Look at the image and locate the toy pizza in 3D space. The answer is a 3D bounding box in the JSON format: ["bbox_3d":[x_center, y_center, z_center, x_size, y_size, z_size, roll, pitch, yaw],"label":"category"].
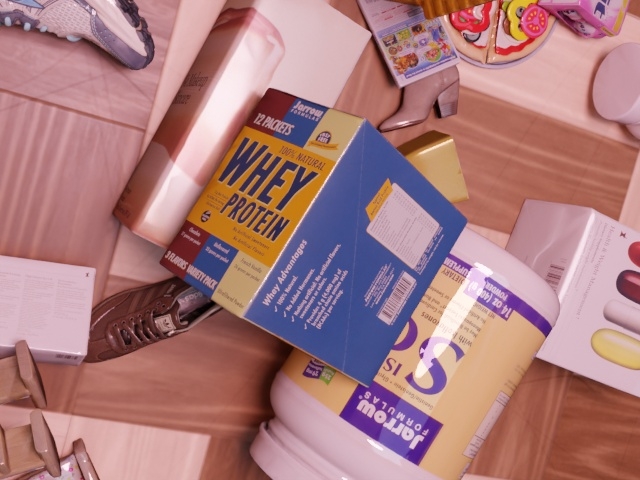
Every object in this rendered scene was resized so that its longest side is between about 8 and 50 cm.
[{"bbox_3d":[0.226,-0.317,1.027,0.201,0.032,0.201,-3,99,-20],"label":"toy pizza"}]

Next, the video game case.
[{"bbox_3d":[0.105,-0.253,0.985,0.087,0.011,0.122,-25,88,-15],"label":"video game case"}]

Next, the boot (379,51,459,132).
[{"bbox_3d":[0.117,-0.186,1.007,0.118,0.042,0.087,-17,98,-18],"label":"boot"}]

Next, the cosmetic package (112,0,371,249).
[{"bbox_3d":[-0.090,-0.121,0.878,0.129,0.153,0.296,29,86,-23],"label":"cosmetic package"}]

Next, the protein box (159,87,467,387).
[{"bbox_3d":[0.000,0.000,0.787,0.201,0.136,0.200,36,83,-45],"label":"protein box"}]

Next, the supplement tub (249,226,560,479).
[{"bbox_3d":[0.092,0.149,0.938,0.241,0.241,0.331,34,85,-22],"label":"supplement tub"}]

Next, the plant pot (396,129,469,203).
[{"bbox_3d":[0.121,-0.080,1.003,0.083,0.081,0.081,-20,105,-4],"label":"plant pot"}]

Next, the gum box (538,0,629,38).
[{"bbox_3d":[0.349,-0.357,1.033,0.107,0.062,0.188,14,93,-42],"label":"gum box"}]

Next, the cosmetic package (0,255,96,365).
[{"bbox_3d":[-0.359,0.065,0.838,0.239,0.060,0.099,10,67,-21],"label":"cosmetic package"}]

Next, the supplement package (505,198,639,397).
[{"bbox_3d":[0.350,0.075,1.072,0.203,0.149,0.194,22,90,-21],"label":"supplement package"}]

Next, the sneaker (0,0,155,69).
[{"bbox_3d":[-0.296,-0.256,0.822,0.283,0.110,0.122,38,102,-19],"label":"sneaker"}]

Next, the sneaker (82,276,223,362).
[{"bbox_3d":[-0.186,0.082,0.916,0.188,0.071,0.066,-28,107,-15],"label":"sneaker"}]

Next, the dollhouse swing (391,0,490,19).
[{"bbox_3d":[-0.020,-0.344,0.769,0.305,0.347,0.315,-16,102,-9],"label":"dollhouse swing"}]

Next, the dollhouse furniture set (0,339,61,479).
[{"bbox_3d":[-0.355,0.250,0.780,0.212,0.161,0.242,-14,59,-16],"label":"dollhouse furniture set"}]

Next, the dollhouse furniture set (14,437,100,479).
[{"bbox_3d":[-0.251,0.345,0.879,0.303,0.174,0.355,-25,106,-16],"label":"dollhouse furniture set"}]

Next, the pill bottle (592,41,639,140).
[{"bbox_3d":[0.492,-0.184,1.091,0.246,0.136,0.136,9,95,-21],"label":"pill bottle"}]
